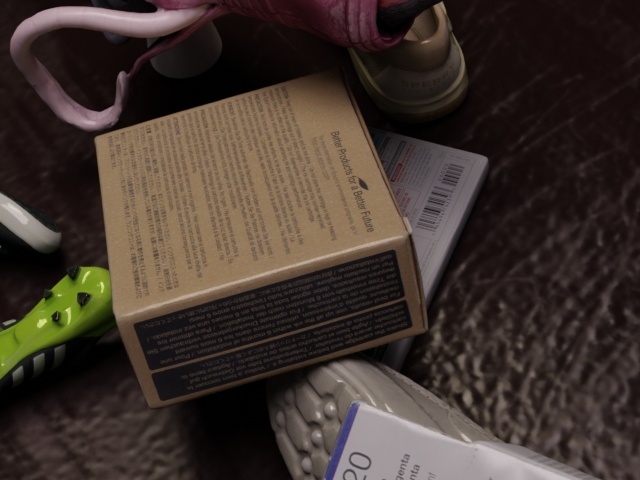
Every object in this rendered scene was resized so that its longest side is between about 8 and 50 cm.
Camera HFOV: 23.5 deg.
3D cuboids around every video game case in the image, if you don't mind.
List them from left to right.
[{"bbox_3d":[0.000,0.000,1.147,0.193,0.023,0.212,16,60,19],"label":"video game case"}]

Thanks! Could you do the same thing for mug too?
[{"bbox_3d":[-0.122,-0.182,1.268,0.062,0.064,0.078,-33,56,-13],"label":"mug"}]

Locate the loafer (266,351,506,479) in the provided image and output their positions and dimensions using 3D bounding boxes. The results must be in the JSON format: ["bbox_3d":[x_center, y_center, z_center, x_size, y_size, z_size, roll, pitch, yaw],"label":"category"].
[{"bbox_3d":[0.084,0.169,0.977,0.111,0.112,0.319,-10,43,-43],"label":"loafer"}]

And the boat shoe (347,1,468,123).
[{"bbox_3d":[0.028,-0.228,1.254,0.109,0.098,0.302,-24,55,-7],"label":"boat shoe"}]

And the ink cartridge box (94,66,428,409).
[{"bbox_3d":[-0.047,-0.009,1.051,0.193,0.088,0.235,-15,34,-2],"label":"ink cartridge box"}]

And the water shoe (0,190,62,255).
[{"bbox_3d":[-0.288,-0.013,1.188,0.203,0.073,0.080,22,84,26],"label":"water shoe"}]

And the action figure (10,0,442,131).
[{"bbox_3d":[-0.041,-0.201,1.055,0.370,0.248,0.276,21,73,35],"label":"action figure"}]

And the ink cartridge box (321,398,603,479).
[{"bbox_3d":[0.119,0.288,0.814,0.330,0.071,0.324,20,90,21],"label":"ink cartridge box"}]

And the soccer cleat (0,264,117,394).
[{"bbox_3d":[-0.209,0.081,1.105,0.179,0.072,0.060,-31,54,14],"label":"soccer cleat"}]
